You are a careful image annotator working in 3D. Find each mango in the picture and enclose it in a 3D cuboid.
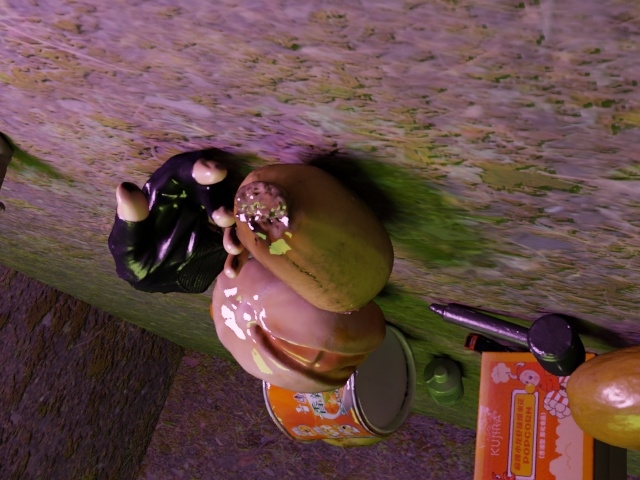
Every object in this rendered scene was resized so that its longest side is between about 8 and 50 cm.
[{"bbox_3d":[0.493,0.214,0.978,0.331,0.142,0.195,-5,158,40],"label":"mango"}]

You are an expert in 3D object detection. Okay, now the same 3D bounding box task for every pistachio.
[{"bbox_3d":[-0.037,0.133,1.219,0.309,0.230,0.230,23,164,-29],"label":"pistachio"}]

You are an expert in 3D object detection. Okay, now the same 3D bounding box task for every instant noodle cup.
[{"bbox_3d":[0.055,0.287,1.528,0.214,0.296,0.296,-6,152,39],"label":"instant noodle cup"}]

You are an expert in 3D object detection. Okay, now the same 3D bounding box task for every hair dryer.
[{"bbox_3d":[0.275,0.128,1.115,0.248,0.070,0.114,20,168,31],"label":"hair dryer"}]

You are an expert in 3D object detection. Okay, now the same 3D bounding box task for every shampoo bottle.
[{"bbox_3d":[0.291,0.331,1.717,0.085,0.085,0.262,14,163,18],"label":"shampoo bottle"}]

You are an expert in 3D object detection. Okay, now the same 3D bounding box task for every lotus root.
[{"bbox_3d":[-0.001,-0.003,0.829,0.146,0.131,0.303,37,175,32],"label":"lotus root"}]

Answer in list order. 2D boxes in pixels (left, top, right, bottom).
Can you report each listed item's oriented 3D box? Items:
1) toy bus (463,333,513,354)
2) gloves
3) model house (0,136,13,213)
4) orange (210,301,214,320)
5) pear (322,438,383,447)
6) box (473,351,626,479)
[{"bbox_3d":[0.315,0.204,1.356,0.110,0.031,0.043,26,169,-27],"label":"toy bus"},{"bbox_3d":[-0.179,-0.022,0.940,0.197,0.152,0.301,3,167,-29],"label":"gloves"},{"bbox_3d":[-0.591,-0.099,1.133,0.229,0.188,0.122,14,179,18],"label":"model house"},{"bbox_3d":[-0.240,0.179,1.842,0.083,0.070,0.083,17,160,6],"label":"orange"},{"bbox_3d":[0.082,0.404,1.887,0.283,0.284,0.283,17,164,5],"label":"pear"},{"bbox_3d":[0.404,0.365,1.278,0.214,0.283,0.259,-7,152,33],"label":"box"}]
